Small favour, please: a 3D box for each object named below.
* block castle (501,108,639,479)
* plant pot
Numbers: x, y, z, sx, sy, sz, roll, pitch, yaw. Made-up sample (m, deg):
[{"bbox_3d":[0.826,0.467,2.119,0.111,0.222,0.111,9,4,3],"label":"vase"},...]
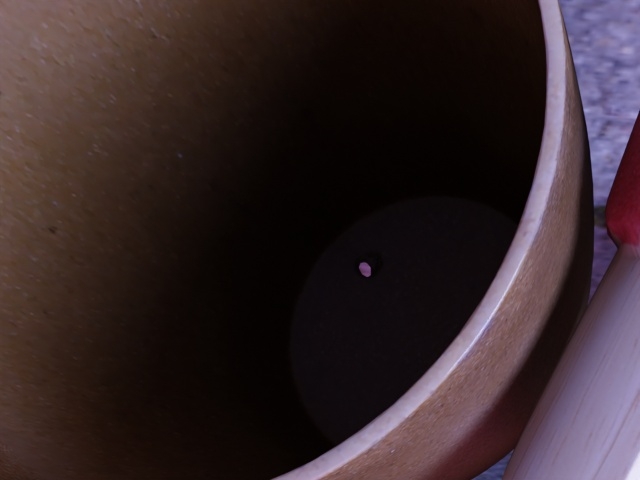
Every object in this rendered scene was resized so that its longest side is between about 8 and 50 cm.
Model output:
[{"bbox_3d":[0.294,0.107,0.608,0.453,0.213,0.303,29,-179,14],"label":"block castle"},{"bbox_3d":[0.000,0.000,0.666,0.237,0.237,0.254,-9,161,20],"label":"plant pot"}]
